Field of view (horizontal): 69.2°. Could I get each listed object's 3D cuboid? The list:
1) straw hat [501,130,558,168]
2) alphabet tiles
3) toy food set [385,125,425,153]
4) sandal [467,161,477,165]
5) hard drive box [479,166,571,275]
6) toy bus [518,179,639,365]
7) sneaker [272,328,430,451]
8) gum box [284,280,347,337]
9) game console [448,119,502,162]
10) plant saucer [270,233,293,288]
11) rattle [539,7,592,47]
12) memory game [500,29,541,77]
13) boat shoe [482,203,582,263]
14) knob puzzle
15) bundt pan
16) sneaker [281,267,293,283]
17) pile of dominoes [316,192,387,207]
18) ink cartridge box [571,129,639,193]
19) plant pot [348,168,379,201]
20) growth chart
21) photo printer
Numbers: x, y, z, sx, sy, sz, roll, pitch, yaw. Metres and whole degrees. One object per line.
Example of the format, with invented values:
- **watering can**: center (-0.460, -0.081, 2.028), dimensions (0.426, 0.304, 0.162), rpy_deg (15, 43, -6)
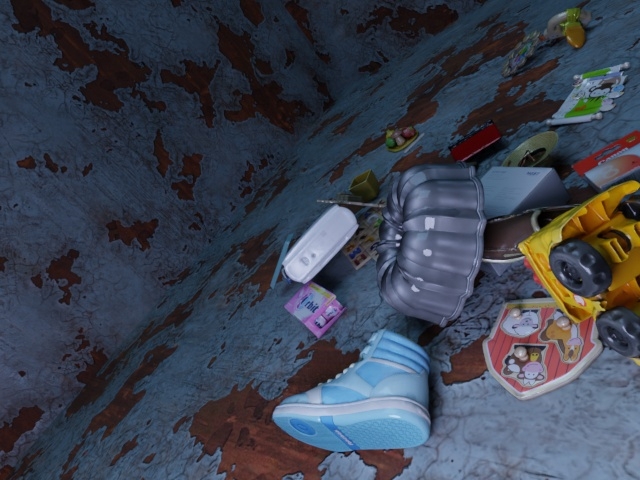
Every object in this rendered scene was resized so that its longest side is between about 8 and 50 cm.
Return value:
- **straw hat**: center (0.501, -0.182, 1.084), dimensions (0.144, 0.061, 0.144), rpy_deg (-41, 17, 16)
- **alphabet tiles**: center (0.187, -0.043, 1.427), dimensions (0.285, 0.011, 0.342), rpy_deg (-40, 21, 2)
- **toy food set**: center (0.319, -0.422, 1.861), dimensions (0.128, 0.071, 0.218), rpy_deg (-42, 21, -1)
- **sandal**: center (0.347, -0.163, 1.285), dimensions (0.240, 0.079, 0.088), rpy_deg (-14, 4, -34)
- **hard drive box**: center (0.378, -0.051, 1.000), dimensions (0.232, 0.089, 0.181), rpy_deg (-45, 21, -8)
- **toy bus**: center (0.391, 0.055, 0.658), dimensions (0.149, 0.220, 0.211), rpy_deg (-31, -5, -11)
- **sneaker**: center (0.067, 0.270, 0.868), dimensions (0.319, 0.127, 0.208), rpy_deg (-14, 35, 33)
- **gum box**: center (-0.016, 0.183, 1.261), dimensions (0.107, 0.062, 0.188), rpy_deg (-45, 21, -11)
- **game console**: center (0.462, -0.278, 1.368), dimensions (0.144, 0.085, 0.124), rpy_deg (-31, -21, 24)
- **plant saucer**: center (-0.127, 0.067, 1.507), dimensions (0.067, 0.018, 0.192), rpy_deg (-73, 5, -61)
- **rattle**: center (0.808, -0.670, 1.556), dimensions (0.130, 0.143, 0.199), rpy_deg (-14, -4, -18)
- **memory game**: center (0.711, -0.665, 1.654), dimensions (0.186, 0.012, 0.186), rpy_deg (-57, 11, 18)
- **boat shoe**: center (0.372, -0.023, 0.816), dimensions (0.257, 0.095, 0.095), rpy_deg (-9, 61, 21)
- **knob puzzle**: center (0.339, 0.161, 0.734), dimensions (0.213, 0.030, 0.213), rpy_deg (-35, 22, 16)
- **bundt pan**: center (0.193, -0.003, 0.916), dimensions (0.331, 0.124, 0.331), rpy_deg (-171, 90, -84)
- **sneaker**: center (-0.096, 0.098, 1.590), dimensions (0.058, 0.052, 0.135), rpy_deg (-31, 23, 14)
- **pile of dominoes**: center (0.117, -0.130, 1.464), dimensions (0.251, 0.196, 0.040), rpy_deg (-167, 81, -66)
- **ink cartridge box**: center (0.593, -0.165, 0.917), dimensions (0.145, 0.045, 0.179), rpy_deg (-32, 25, 21)
- **plant pot**: center (0.163, -0.187, 1.650), dimensions (0.081, 0.083, 0.081), rpy_deg (-24, 27, 36)
- **growth chart**: center (0.691, -0.372, 1.188), dimensions (0.237, 0.021, 0.172), rpy_deg (-51, 24, -21)
- **photo printer**: center (0.000, 0.000, 1.436), dimensions (0.256, 0.107, 0.307), rpy_deg (-47, 3, 4)
